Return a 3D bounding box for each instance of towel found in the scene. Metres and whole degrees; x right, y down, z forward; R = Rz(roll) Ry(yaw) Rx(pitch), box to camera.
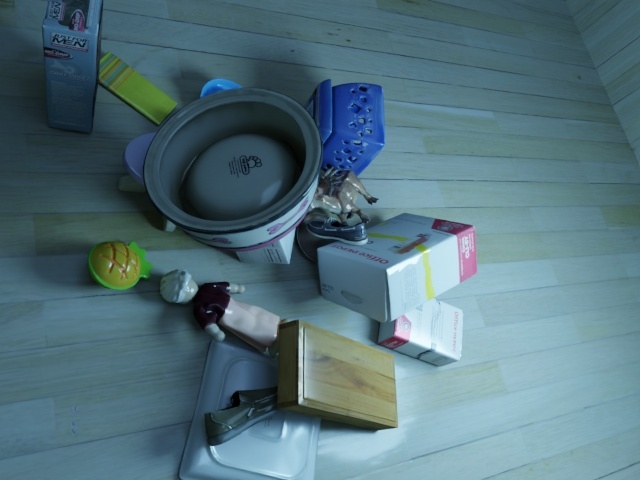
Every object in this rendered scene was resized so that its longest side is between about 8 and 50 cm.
[{"bbox_3d":[-0.532,-0.429,1.728,0.237,0.021,0.102,37,59,-11],"label":"towel"}]

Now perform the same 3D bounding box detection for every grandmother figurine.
[{"bbox_3d":[-0.250,0.179,1.549,0.342,0.104,0.208,29,23,-11],"label":"grandmother figurine"}]

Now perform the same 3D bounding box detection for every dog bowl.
[{"bbox_3d":[-0.188,-0.154,1.411,0.408,0.150,0.408,-4,59,6],"label":"dog bowl"},{"bbox_3d":[-0.308,-0.341,1.782,0.166,0.074,0.297,31,54,-14],"label":"dog bowl"}]

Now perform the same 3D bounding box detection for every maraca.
[{"bbox_3d":[-0.482,0.058,1.472,0.185,0.099,0.127,-14,79,-61],"label":"maraca"}]

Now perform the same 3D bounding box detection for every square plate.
[{"bbox_3d":[-0.142,0.445,1.509,0.344,0.049,0.347,22,57,-21],"label":"square plate"}]

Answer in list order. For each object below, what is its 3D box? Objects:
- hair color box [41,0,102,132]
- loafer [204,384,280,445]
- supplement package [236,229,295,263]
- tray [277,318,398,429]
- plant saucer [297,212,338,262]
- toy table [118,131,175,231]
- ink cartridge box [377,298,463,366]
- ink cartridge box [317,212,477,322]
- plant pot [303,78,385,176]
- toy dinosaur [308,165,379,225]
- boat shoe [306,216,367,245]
[{"bbox_3d":[-0.593,-0.445,1.467,0.113,0.374,0.185,6,64,-19],"label":"hair color box"},{"bbox_3d":[-0.164,0.387,1.433,0.251,0.094,0.087,-23,84,-36],"label":"loafer"},{"bbox_3d":[-0.159,-0.089,1.610,0.145,0.262,0.204,2,60,10],"label":"supplement package"},{"bbox_3d":[0.057,0.354,1.561,0.411,0.076,0.203,27,52,-43],"label":"tray"},{"bbox_3d":[0.000,0.000,1.824,0.168,0.029,0.168,14,60,-24],"label":"plant saucer"},{"bbox_3d":[-0.389,-0.169,1.594,0.274,0.161,0.252,15,60,-25],"label":"toy table"},{"bbox_3d":[0.302,0.259,1.830,0.237,0.100,0.172,23,57,-19],"label":"ink cartridge box"},{"bbox_3d":[0.222,0.062,1.749,0.384,0.279,0.160,-23,115,-37],"label":"ink cartridge box"},{"bbox_3d":[0.056,-0.354,1.910,0.212,0.236,0.236,10,62,-19],"label":"plant pot"},{"bbox_3d":[0.066,-0.152,1.826,0.200,0.127,0.296,56,32,-15],"label":"toy dinosaur"},{"bbox_3d":[0.046,-0.041,1.738,0.075,0.206,0.065,-30,125,-43],"label":"boat shoe"}]
